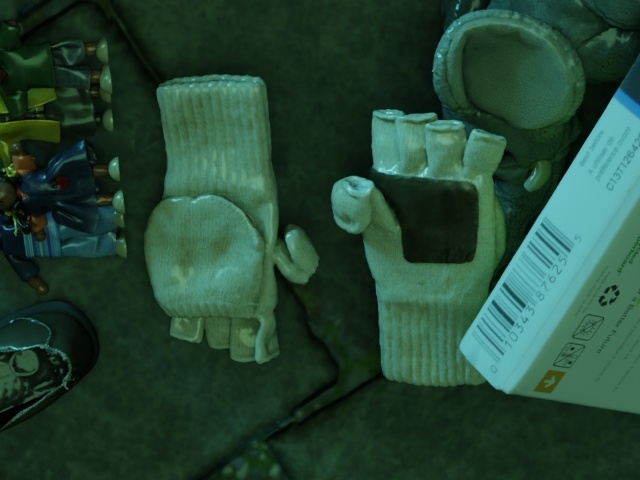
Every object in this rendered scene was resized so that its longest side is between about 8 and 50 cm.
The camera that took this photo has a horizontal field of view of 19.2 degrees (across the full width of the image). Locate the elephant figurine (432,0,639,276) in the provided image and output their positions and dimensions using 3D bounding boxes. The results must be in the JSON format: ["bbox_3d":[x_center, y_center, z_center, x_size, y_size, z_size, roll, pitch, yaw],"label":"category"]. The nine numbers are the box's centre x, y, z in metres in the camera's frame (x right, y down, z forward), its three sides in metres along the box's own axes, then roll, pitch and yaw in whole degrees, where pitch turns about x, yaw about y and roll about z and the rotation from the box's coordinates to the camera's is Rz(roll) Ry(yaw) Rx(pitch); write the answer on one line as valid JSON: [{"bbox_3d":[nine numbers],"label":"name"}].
[{"bbox_3d":[0.138,-0.117,1.234,0.239,0.169,0.186,-32,71,16],"label":"elephant figurine"}]

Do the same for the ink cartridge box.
[{"bbox_3d":[0.278,-0.019,1.225,0.307,0.072,0.303,11,114,-45],"label":"ink cartridge box"}]

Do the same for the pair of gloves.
[{"bbox_3d":[0.000,0.000,1.243,0.240,0.042,0.204,9,116,8],"label":"pair of gloves"}]

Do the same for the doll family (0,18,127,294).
[{"bbox_3d":[-0.190,-0.052,1.248,0.111,0.076,0.193,-7,102,-8],"label":"doll family"}]

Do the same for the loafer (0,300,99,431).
[{"bbox_3d":[-0.253,0.107,1.262,0.220,0.078,0.080,-30,100,0],"label":"loafer"}]
